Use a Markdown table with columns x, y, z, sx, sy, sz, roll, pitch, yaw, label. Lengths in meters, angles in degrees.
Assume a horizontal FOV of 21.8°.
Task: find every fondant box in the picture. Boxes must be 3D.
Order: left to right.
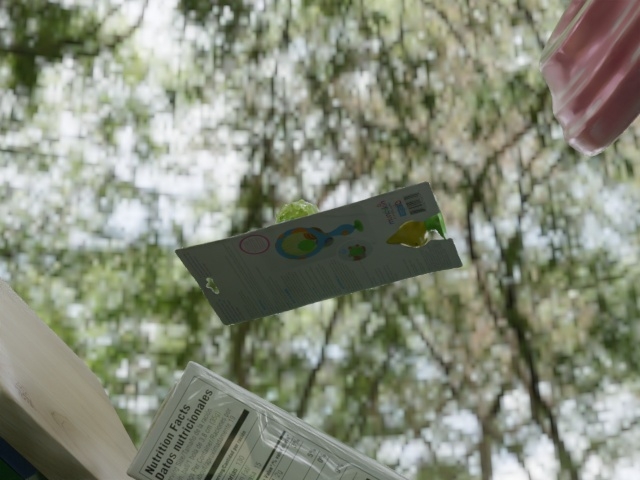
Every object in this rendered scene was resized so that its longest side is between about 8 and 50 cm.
| x | y | z | sx | sy | sz | roll | pitch | yaw | label |
| --- | --- | --- | --- | --- | --- | --- | --- | --- | --- |
| 0.058 | 0.218 | 1.171 | 0.330 | 0.096 | 0.238 | 28 | -6 | 26 | fondant box |

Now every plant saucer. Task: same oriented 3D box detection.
| x | y | z | sx | sy | sz | roll | pitch | yaw | label |
| --- | --- | --- | --- | --- | --- | --- | --- | --- | --- |
| 0.279 | -0.227 | 1.363 | 0.084 | 0.332 | 0.332 | 32 | -40 | 0 | plant saucer |

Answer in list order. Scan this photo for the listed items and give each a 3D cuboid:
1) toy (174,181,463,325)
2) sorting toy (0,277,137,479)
| x | y | z | sx | sy | sz | roll | pitch | yaw | label |
| --- | --- | --- | --- | --- | --- | --- | --- | --- | --- |
| 0.000 | 0.000 | 1.532 | 0.237 | 0.056 | 0.137 | -12 | -37 | 12 | toy |
| -0.225 | 0.129 | 1.210 | 0.089 | 0.255 | 0.257 | -37 | -48 | -1 | sorting toy |
